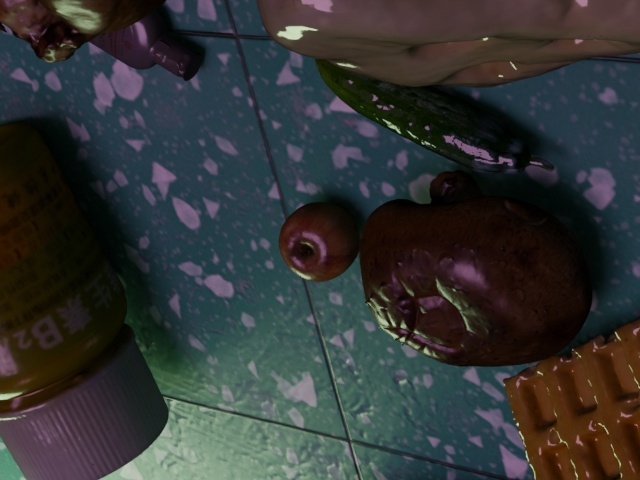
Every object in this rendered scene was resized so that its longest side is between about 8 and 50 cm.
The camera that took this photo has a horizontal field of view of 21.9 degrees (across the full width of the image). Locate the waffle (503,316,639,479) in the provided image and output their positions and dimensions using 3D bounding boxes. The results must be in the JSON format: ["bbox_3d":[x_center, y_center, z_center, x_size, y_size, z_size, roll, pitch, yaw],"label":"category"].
[{"bbox_3d":[0.288,0.189,1.486,0.248,0.055,0.221,-32,71,48],"label":"waffle"}]

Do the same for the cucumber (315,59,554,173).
[{"bbox_3d":[0.097,-0.108,1.484,0.250,0.056,0.056,29,137,24],"label":"cucumber"}]

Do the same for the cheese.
[{"bbox_3d":[0.138,-0.191,1.175,0.351,0.328,0.129,-9,85,47],"label":"cheese"}]

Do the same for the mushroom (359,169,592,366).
[{"bbox_3d":[0.133,0.043,1.502,0.231,0.138,0.194,-10,113,53],"label":"mushroom"}]

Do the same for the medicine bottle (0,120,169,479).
[{"bbox_3d":[-0.337,0.079,1.882,0.224,0.224,0.384,-6,117,44],"label":"medicine bottle"}]

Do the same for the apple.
[{"bbox_3d":[0.000,0.000,1.645,0.084,0.071,0.084,16,126,23],"label":"apple"}]

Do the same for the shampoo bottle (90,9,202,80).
[{"bbox_3d":[-0.192,-0.213,1.664,0.165,0.040,0.080,31,136,18],"label":"shampoo bottle"}]

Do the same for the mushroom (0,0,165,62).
[{"bbox_3d":[-0.199,-0.290,1.456,0.195,0.263,0.283,14,129,-15],"label":"mushroom"}]
